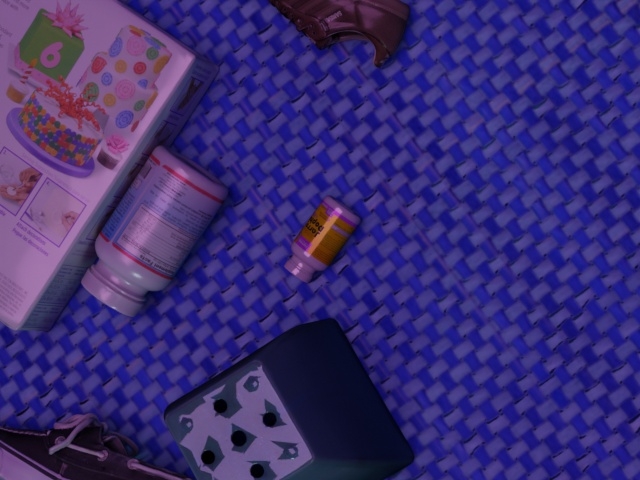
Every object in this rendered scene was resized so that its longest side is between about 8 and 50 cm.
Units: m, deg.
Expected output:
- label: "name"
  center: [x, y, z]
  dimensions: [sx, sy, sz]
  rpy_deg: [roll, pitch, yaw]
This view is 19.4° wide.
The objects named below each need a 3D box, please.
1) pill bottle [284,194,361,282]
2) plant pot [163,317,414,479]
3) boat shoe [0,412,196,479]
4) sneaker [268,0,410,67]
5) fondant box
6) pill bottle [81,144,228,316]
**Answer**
- label: "pill bottle"
  center: [0.000, 0.000, 1.844]
  dimensions: [0.043, 0.043, 0.083]
  rpy_deg: [36, 95, 14]
- label: "plant pot"
  center: [-0.043, 0.178, 1.744]
  dimensions: [0.165, 0.234, 0.166]
  rpy_deg: [-32, 79, 10]
- label: "boat shoe"
  center: [-0.229, 0.226, 1.840]
  dimensions: [0.306, 0.113, 0.105]
  rpy_deg: [17, 67, 37]
- label: "sneaker"
  center: [-0.008, -0.229, 1.850]
  dimensions: [0.188, 0.066, 0.071]
  rpy_deg: [19, 92, 15]
- label: "fondant box"
  center: [-0.293, -0.106, 1.899]
  dimensions: [0.238, 0.096, 0.330]
  rpy_deg: [35, 96, 14]
- label: "pill bottle"
  center: [-0.168, -0.008, 1.864]
  dimensions: [0.087, 0.087, 0.160]
  rpy_deg: [35, 95, 14]
